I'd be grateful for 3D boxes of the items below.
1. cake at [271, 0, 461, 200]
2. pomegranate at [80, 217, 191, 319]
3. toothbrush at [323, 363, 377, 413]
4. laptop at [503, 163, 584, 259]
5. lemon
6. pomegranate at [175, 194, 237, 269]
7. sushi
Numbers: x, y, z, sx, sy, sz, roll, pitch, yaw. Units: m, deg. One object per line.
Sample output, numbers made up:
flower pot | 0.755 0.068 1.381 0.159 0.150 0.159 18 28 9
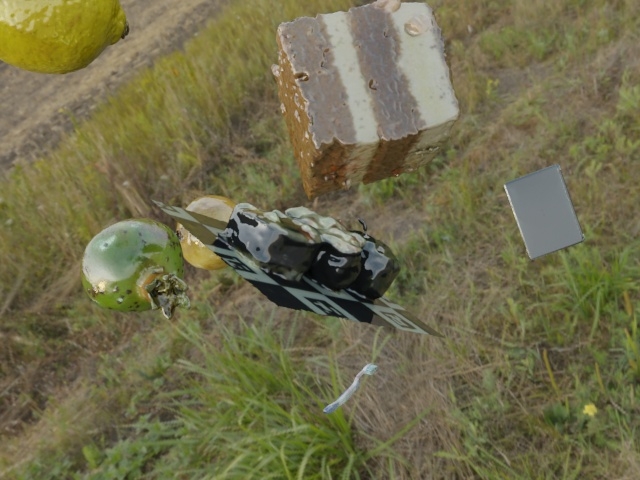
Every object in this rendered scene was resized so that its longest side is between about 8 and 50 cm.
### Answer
cake | 0.079 -0.248 1.146 0.291 0.255 0.281 -12 80 -8
pomegranate | -0.414 0.074 1.396 0.231 0.230 0.286 -28 31 -1
toothbrush | 0.071 0.328 1.416 0.027 0.021 0.269 2 12 26
laptop | 0.484 -0.061 1.367 0.129 0.180 0.016 -20 1 2
lemon | -0.222 -0.189 0.509 0.109 0.133 0.109 -41 42 52
pomegranate | -0.310 -0.025 1.844 0.233 0.233 0.233 -16 39 14
sushi | 0.000 0.000 0.873 0.296 0.373 0.100 34 100 40
